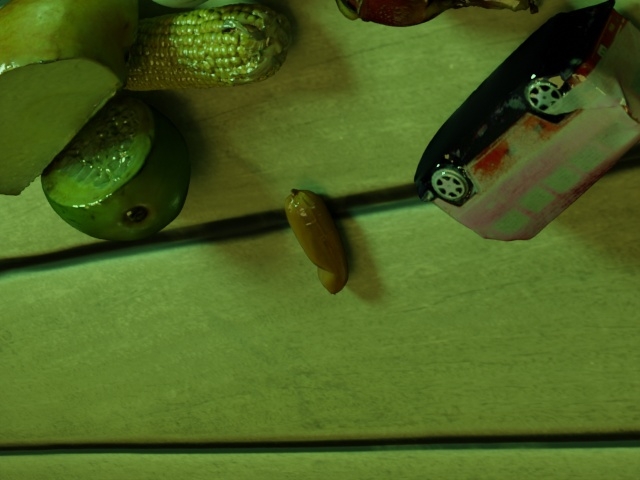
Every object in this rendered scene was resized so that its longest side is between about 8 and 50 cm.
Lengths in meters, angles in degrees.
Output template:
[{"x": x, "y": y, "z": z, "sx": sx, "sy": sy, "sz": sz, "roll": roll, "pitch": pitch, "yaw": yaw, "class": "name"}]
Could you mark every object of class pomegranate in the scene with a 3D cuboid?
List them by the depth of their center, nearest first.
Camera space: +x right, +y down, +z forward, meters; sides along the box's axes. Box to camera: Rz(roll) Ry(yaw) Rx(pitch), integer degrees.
[{"x": -0.284, "y": -0.085, "z": 1.586, "sx": 0.241, "sy": 0.190, "sz": 0.159, "roll": 7, "pitch": 154, "yaw": 27, "class": "pomegranate"}]

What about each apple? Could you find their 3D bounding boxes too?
[{"x": -0.355, "y": -0.199, "z": 1.454, "sx": 0.179, "sy": 0.254, "sz": 0.346, "roll": 50, "pitch": 134, "yaw": -4, "class": "apple"}]

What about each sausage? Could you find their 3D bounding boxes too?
[{"x": 0.000, "y": 0.000, "z": 1.571, "sx": 0.062, "sy": 0.054, "sz": 0.183, "roll": 35, "pitch": 156, "yaw": 55, "class": "sausage"}]

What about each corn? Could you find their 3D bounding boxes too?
[{"x": -0.166, "y": -0.230, "z": 1.429, "sx": 0.293, "sy": 0.106, "sz": 0.106, "roll": -2, "pitch": 127, "yaw": 35, "class": "corn"}]

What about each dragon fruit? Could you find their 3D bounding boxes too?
[{"x": 0.108, "y": -0.273, "z": 1.201, "sx": 0.246, "sy": 0.125, "sz": 0.125, "roll": 10, "pitch": 167, "yaw": 0, "class": "dragon fruit"}]

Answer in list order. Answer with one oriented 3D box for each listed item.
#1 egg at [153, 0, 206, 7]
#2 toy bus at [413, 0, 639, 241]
[{"x": -0.154, "y": -0.332, "z": 1.296, "sx": 0.131, "sy": 0.131, "sz": 0.164, "roll": 35, "pitch": 154, "yaw": 1, "class": "egg"}, {"x": 0.232, "y": -0.115, "z": 1.248, "sx": 0.147, "sy": 0.127, "sz": 0.302, "roll": 36, "pitch": 139, "yaw": -6, "class": "toy bus"}]
